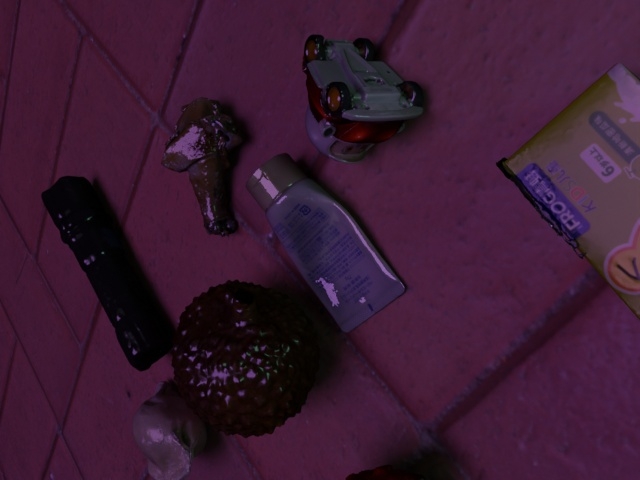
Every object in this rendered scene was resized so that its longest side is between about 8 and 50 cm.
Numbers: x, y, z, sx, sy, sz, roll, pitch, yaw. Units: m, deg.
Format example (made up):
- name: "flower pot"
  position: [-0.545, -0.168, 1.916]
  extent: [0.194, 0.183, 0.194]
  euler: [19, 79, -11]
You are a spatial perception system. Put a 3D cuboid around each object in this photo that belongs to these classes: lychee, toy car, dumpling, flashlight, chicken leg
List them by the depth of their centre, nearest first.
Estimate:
- name: "toy car"
  position: [0.027, -0.144, 0.525]
  extent: [0.139, 0.112, 0.112]
  euler: [61, 145, 28]
- name: "lychee"
  position: [-0.093, 0.140, 0.609]
  extent: [0.200, 0.200, 0.238]
  euler: [37, 137, 30]
- name: "chicken leg"
  position: [-0.171, -0.107, 0.711]
  extent: [0.125, 0.080, 0.196]
  euler: [20, 111, 23]
- name: "dumpling"
  position: [-0.265, 0.339, 0.843]
  extent: [0.199, 0.119, 0.136]
  euler: [48, 125, 51]
- name: "flashlight"
  position: [-0.406, 0.054, 0.927]
  extent: [0.423, 0.103, 0.103]
  euler: [54, 127, 19]

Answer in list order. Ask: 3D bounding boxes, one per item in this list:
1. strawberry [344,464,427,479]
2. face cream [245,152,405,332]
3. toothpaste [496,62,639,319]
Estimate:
- name: "strawberry"
  position: [0.065, 0.340, 0.522]
  extent: [0.187, 0.184, 0.201]
  euler: [35, 150, -7]
- name: "face cream"
  position: [0.000, 0.000, 0.600]
  extent: [0.224, 0.070, 0.114]
  euler: [51, 127, 7]
- name: "toothpaste"
  position: [0.279, 0.025, 0.344]
  extent: [0.110, 0.077, 0.327]
  euler: [-47, 67, 33]
